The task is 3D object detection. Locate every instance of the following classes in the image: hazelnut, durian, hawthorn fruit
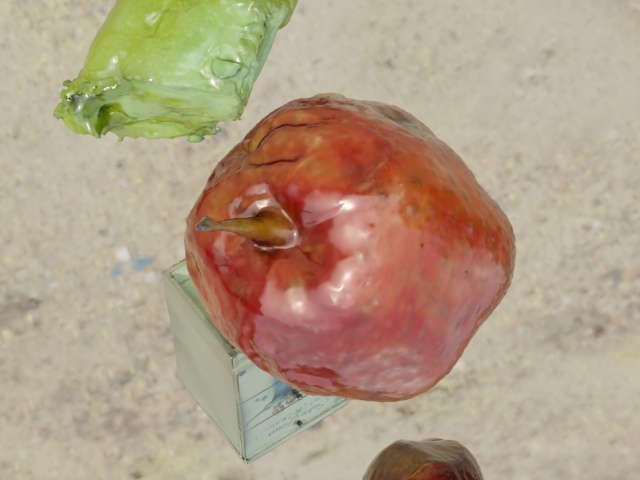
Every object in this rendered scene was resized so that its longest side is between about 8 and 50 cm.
[{"bbox_3d":[0.146,0.366,1.854,0.178,0.178,0.204,-20,179,-6],"label":"hazelnut"},{"bbox_3d":[-0.172,-0.260,1.738,0.339,0.256,0.204,-66,149,-15],"label":"durian"},{"bbox_3d":[0.000,0.000,0.812,0.207,0.207,0.243,-37,158,20],"label":"hawthorn fruit"}]

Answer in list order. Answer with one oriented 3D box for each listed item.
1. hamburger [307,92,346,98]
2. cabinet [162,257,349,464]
[{"bbox_3d":[-0.005,-0.063,1.256,0.162,0.115,0.162,-52,-178,2],"label":"hamburger"},{"bbox_3d":[-0.064,0.108,1.414,0.145,0.150,0.206,-29,147,-21],"label":"cabinet"}]
